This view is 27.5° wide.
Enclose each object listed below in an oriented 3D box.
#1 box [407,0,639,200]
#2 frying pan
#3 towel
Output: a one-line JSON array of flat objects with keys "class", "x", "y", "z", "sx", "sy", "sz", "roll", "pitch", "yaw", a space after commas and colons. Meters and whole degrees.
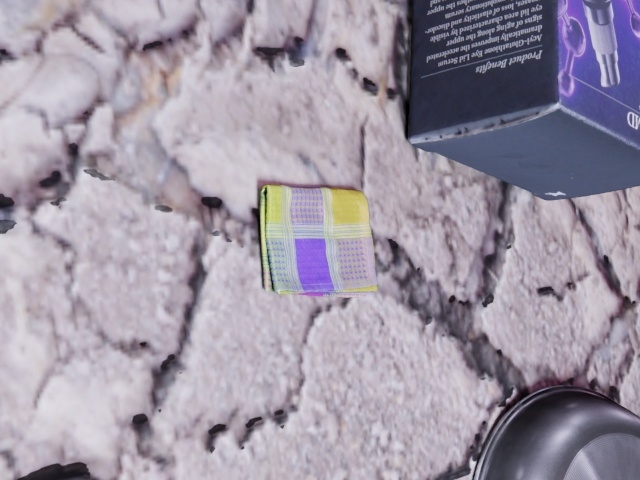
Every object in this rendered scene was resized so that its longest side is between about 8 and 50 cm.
[{"class": "box", "x": 0.142, "y": -0.144, "z": 0.806, "sx": 0.153, "sy": 0.108, "sz": 0.207, "roll": 15, "pitch": 71, "yaw": -46}, {"class": "frying pan", "x": 0.201, "y": 0.242, "z": 0.806, "sx": 0.197, "sy": 0.053, "sz": 0.326, "roll": -29, "pitch": 94, "yaw": -39}, {"class": "towel", "x": 0.000, "y": 0.000, "z": 0.693, "sx": 0.083, "sy": 0.009, "sz": 0.060, "roll": 4, "pitch": 80, "yaw": -48}]
